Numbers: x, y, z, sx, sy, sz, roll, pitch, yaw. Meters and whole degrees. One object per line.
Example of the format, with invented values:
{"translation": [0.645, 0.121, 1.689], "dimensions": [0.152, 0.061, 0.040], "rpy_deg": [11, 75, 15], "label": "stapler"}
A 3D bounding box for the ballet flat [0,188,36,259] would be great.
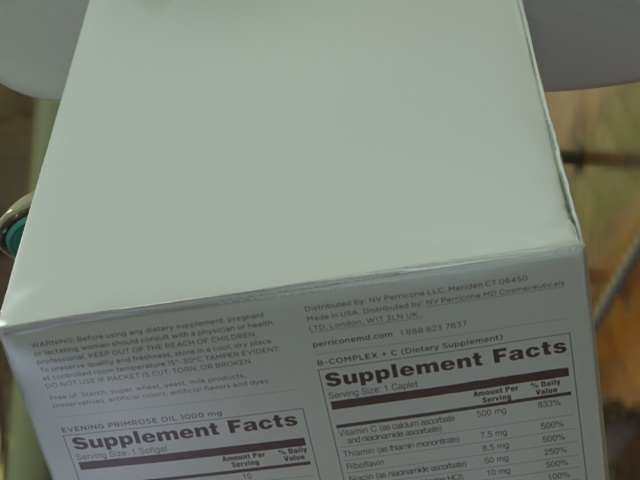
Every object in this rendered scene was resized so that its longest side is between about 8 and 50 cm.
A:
{"translation": [-0.157, -0.020, 1.264], "dimensions": [0.086, 0.248, 0.086], "rpy_deg": [-8, 79, 48], "label": "ballet flat"}

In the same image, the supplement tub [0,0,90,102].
{"translation": [-0.132, -0.218, 1.221], "dimensions": [0.316, 0.228, 0.228], "rpy_deg": [-29, -53, -68], "label": "supplement tub"}

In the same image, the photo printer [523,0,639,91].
{"translation": [0.105, -0.173, 0.957], "dimensions": [0.256, 0.307, 0.107], "rpy_deg": [-3, 75, 53], "label": "photo printer"}

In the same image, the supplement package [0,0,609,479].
{"translation": [0.000, 0.000, 0.667], "dimensions": [0.262, 0.204, 0.145], "rpy_deg": [-89, -11, -56], "label": "supplement package"}
